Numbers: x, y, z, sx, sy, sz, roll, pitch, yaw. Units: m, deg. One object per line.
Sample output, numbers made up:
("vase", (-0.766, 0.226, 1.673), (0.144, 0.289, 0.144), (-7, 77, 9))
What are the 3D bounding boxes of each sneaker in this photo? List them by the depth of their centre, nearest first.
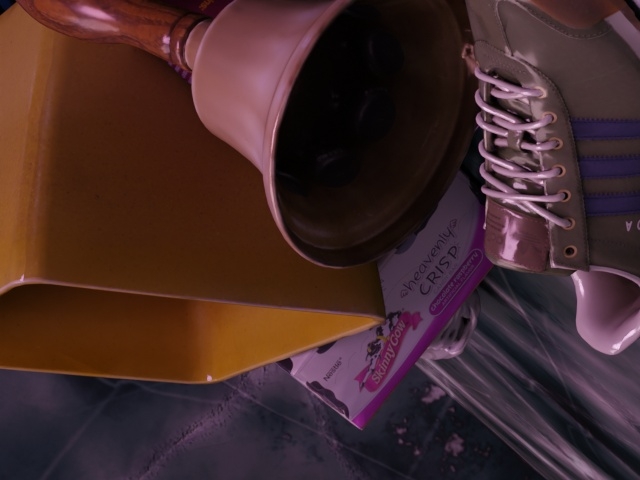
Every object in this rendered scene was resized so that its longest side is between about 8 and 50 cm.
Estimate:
("sneaker", (0.089, -0.026, 0.693), (0.064, 0.086, 0.192), (36, 173, 47))
("sneaker", (0.073, 0.043, 1.494), (0.118, 0.110, 0.292), (33, -176, -4))

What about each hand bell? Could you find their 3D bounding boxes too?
("hand bell", (-0.060, -0.088, 0.853), (0.242, 0.126, 0.126), (26, 167, 38))

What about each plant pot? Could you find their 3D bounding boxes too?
("plant pot", (-0.107, -0.035, 1.089), (0.212, 0.187, 0.212), (7, 162, -30))

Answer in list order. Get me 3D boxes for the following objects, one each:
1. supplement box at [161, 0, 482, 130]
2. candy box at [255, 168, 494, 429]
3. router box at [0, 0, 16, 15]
("supplement box", (-0.018, -0.093, 0.972), (0.188, 0.081, 0.104), (42, 176, -5))
("candy box", (0.000, 0.000, 1.241), (0.071, 0.159, 0.233), (41, 177, -33))
("router box", (-0.176, -0.179, 1.135), (0.046, 0.133, 0.179), (41, 176, 17))
